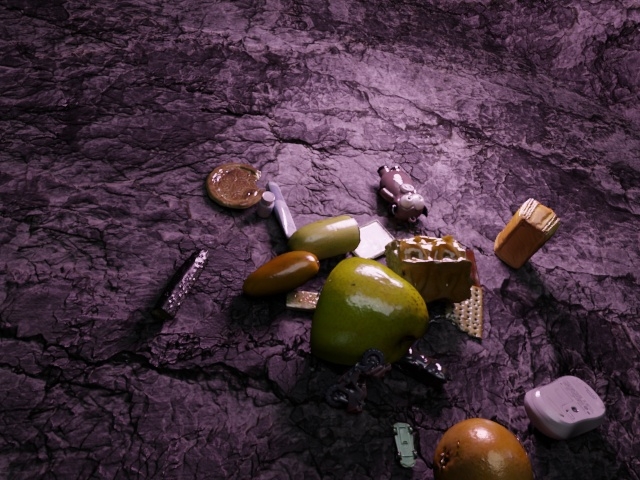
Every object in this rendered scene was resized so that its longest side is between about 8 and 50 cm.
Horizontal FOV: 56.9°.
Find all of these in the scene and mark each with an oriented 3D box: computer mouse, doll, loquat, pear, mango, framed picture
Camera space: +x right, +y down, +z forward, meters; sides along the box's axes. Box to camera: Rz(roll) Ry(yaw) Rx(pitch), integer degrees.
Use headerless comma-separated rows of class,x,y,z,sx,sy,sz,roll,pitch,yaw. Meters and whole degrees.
computer mouse,0.743,0.525,1.816,0.297,0.121,0.184,-4,41,-42
doll,0.305,-0.173,2.227,0.182,0.117,0.257,-2,51,-28
loquat,0.427,0.601,1.549,0.263,0.263,0.262,10,50,-12
pear,0.165,0.213,1.762,0.318,0.238,0.342,17,45,19
mango,-0.125,0.108,1.843,0.254,0.113,0.138,-22,22,-13
framed picture,0.176,-0.001,2.101,0.183,0.011,0.142,-23,59,-30

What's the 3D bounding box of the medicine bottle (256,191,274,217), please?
medicine bottle,-0.187,-0.123,2.027,0.052,0.089,0.052,10,50,-12

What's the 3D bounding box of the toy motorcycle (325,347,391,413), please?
toy motorcycle,0.116,0.405,1.670,0.118,0.212,0.084,44,6,0

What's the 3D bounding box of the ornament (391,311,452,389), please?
ornament,0.343,0.327,1.858,0.202,0.080,0.236,25,48,6

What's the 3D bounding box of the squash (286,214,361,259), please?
squash,0.000,0.000,1.967,0.247,0.132,0.132,-15,59,-30

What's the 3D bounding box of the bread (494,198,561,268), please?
bread,0.746,-0.021,2.154,0.153,0.288,0.119,39,60,14

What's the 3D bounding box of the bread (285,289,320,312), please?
bread,-0.038,0.193,1.866,0.154,0.028,0.068,9,52,-11

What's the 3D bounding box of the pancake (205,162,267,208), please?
pancake,-0.297,-0.195,2.079,0.212,0.029,0.235,-11,51,-20

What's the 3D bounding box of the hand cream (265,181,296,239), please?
hand cream,-0.134,-0.097,2.052,0.079,0.048,0.255,19,38,-49

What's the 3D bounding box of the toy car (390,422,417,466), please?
toy car,0.234,0.572,1.651,0.059,0.035,0.121,3,60,-18

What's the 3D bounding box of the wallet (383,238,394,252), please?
wallet,0.258,0.028,2.115,0.044,0.011,0.083,32,50,8

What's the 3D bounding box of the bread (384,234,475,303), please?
bread,0.354,0.096,1.966,0.252,0.196,0.238,-8,53,-14

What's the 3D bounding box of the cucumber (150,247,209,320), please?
cucumber,-0.409,0.118,1.769,0.072,0.072,0.300,24,47,0

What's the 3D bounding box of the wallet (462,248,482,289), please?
wallet,0.526,0.105,2.138,0.095,0.026,0.176,7,55,-14

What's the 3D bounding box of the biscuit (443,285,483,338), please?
biscuit,0.491,0.230,2.021,0.144,0.016,0.203,18,54,-4
